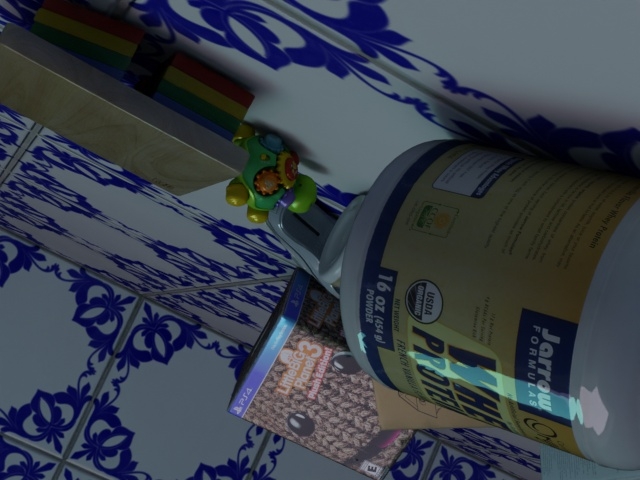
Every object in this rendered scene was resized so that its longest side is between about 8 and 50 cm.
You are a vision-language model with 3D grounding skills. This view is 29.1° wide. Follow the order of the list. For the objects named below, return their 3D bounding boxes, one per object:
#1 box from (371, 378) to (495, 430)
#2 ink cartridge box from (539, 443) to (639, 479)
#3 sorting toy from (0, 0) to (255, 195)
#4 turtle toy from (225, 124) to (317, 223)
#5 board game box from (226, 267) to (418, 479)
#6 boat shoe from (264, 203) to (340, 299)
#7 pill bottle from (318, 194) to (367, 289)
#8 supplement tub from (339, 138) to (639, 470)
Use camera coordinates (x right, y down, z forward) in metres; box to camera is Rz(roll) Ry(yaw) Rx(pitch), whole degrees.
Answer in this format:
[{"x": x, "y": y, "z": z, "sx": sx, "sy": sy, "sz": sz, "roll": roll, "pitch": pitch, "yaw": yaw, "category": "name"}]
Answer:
[{"x": 0.182, "y": 0.226, "z": 1.915, "sx": 0.201, "sy": 0.021, "sz": 0.164, "roll": -4, "pitch": 120, "yaw": 11, "category": "box"}, {"x": 0.425, "y": 0.202, "z": 1.204, "sx": 0.324, "sy": 0.071, "sz": 0.330, "roll": 0, "pitch": 165, "yaw": -13, "category": "ink cartridge box"}, {"x": -0.208, "y": -0.152, "z": 1.261, "sx": 0.255, "sy": 0.089, "sz": 0.257, "roll": 28, "pitch": 168, "yaw": -17, "category": "sorting toy"}, {"x": -0.051, "y": -0.069, "z": 1.350, "sx": 0.066, "sy": 0.095, "sz": 0.130, "roll": -6, "pitch": 156, "yaw": 25, "category": "turtle toy"}, {"x": 0.031, "y": 0.225, "z": 2.039, "sx": 0.291, "sy": 0.232, "sz": 0.141, "roll": 25, "pitch": -148, "yaw": -5, "category": "board game box"}, {"x": 0.000, "y": 0.000, "z": 1.592, "sx": 0.076, "sy": 0.083, "sz": 0.226, "roll": 29, "pitch": 164, "yaw": 49, "category": "boat shoe"}, {"x": 0.103, "y": 0.035, "z": 1.417, "sx": 0.187, "sy": 0.112, "sz": 0.112, "roll": 27, "pitch": 168, "yaw": -12, "category": "pill bottle"}, {"x": 0.199, "y": 0.052, "z": 1.004, "sx": 0.316, "sy": 0.228, "sz": 0.228, "roll": 16, "pitch": 166, "yaw": 36, "category": "supplement tub"}]
